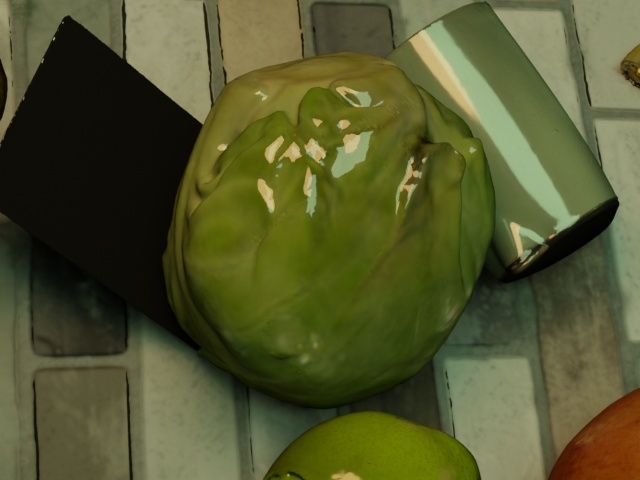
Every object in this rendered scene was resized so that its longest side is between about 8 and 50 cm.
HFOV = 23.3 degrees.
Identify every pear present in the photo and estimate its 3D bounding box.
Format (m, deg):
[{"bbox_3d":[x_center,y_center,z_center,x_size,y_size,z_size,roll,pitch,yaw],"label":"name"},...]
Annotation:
[{"bbox_3d":[0.055,0.242,1.380,0.220,0.187,0.187,-1,67,-36],"label":"pear"}]

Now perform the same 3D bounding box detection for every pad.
[{"bbox_3d":[-0.165,-0.043,1.446,0.300,0.005,0.202,38,60,-32],"label":"pad"}]

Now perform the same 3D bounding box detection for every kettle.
[{"bbox_3d":[0.189,-0.099,1.564,0.255,0.165,0.240,53,39,10],"label":"kettle"}]

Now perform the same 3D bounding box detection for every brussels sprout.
[{"bbox_3d":[0.000,0.000,1.407,0.247,0.328,0.328,20,55,43],"label":"brussels sprout"}]

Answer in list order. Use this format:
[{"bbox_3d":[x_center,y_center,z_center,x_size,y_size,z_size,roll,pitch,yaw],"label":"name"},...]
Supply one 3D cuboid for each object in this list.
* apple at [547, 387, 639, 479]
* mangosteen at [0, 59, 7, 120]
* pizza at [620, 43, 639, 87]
[{"bbox_3d":[0.347,0.261,1.385,0.299,0.275,0.299,4,63,-7],"label":"apple"},{"bbox_3d":[-0.456,-0.114,1.311,0.382,0.382,0.435,47,39,8],"label":"mangosteen"},{"bbox_3d":[0.415,-0.179,1.705,0.178,0.041,0.131,3,69,-12],"label":"pizza"}]
